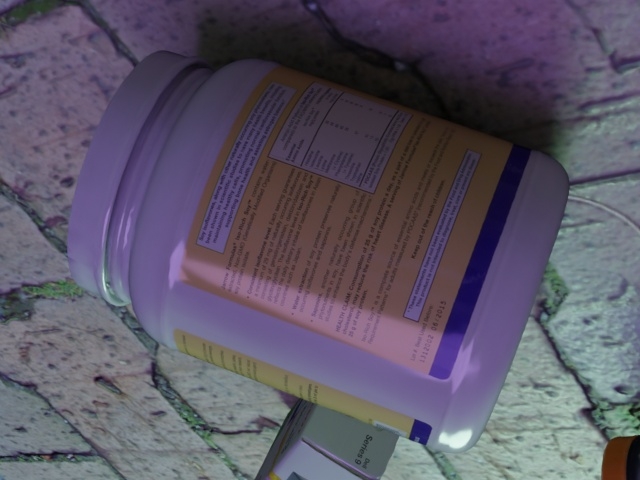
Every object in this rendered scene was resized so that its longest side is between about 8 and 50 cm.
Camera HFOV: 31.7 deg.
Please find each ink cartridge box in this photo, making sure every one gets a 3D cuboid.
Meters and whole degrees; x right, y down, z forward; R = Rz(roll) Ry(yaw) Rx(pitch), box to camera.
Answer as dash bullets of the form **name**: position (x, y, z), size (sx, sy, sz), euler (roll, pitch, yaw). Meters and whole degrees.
- **ink cartridge box**: position (0.009, 0.210, 1.155), size (0.093, 0.154, 0.212), euler (32, 140, -3)

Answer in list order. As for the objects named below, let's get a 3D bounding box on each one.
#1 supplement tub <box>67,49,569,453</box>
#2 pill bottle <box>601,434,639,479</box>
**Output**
- **supplement tub**: position (0.000, 0.000, 0.875), size (0.331, 0.241, 0.241), euler (20, 139, 8)
- **pill bottle**: position (0.374, 0.210, 0.980), size (0.246, 0.130, 0.130), euler (-10, 127, 35)
